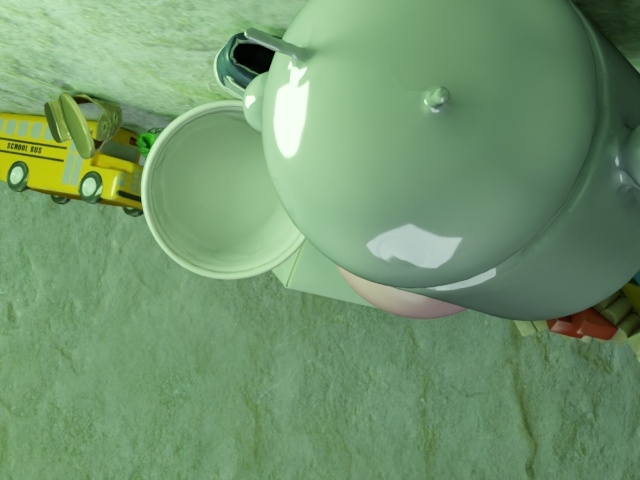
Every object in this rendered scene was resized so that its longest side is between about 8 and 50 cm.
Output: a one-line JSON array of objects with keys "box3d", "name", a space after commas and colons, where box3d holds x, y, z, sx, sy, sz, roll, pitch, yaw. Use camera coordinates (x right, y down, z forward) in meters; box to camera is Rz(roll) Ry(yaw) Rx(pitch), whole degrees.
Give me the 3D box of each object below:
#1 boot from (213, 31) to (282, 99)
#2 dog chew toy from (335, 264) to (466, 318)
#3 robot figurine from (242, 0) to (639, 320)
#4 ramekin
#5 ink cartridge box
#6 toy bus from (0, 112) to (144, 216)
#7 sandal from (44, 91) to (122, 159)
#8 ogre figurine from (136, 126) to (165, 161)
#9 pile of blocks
[{"box3d": [0.001, -0.127, 0.981, 0.190, 0.069, 0.086, 15, 179, -10], "name": "boot"}, {"box3d": [0.090, -0.031, 1.252, 0.206, 0.206, 0.332, 13, -176, -13], "name": "dog chew toy"}, {"box3d": [0.097, -0.059, 0.707, 0.300, 0.200, 0.353, 8, 175, 32], "name": "robot figurine"}, {"box3d": [-0.109, -0.064, 1.342, 0.207, 0.207, 0.109, 13, -174, -13], "name": "ramekin"}, {"box3d": [0.000, 0.000, 1.936, 0.197, 0.114, 0.273, 14, -166, -26], "name": "ink cartridge box"}, {"box3d": [-0.396, -0.124, 1.821, 0.333, 0.130, 0.108, 9, 174, 37], "name": "toy bus"}, {"box3d": [-0.309, -0.167, 1.536, 0.079, 0.088, 0.240, -20, -164, -21], "name": "sandal"}, {"box3d": [-0.149, -0.092, 1.574, 0.118, 0.197, 0.097, -21, -162, 31], "name": "ogre figurine"}, {"box3d": [0.265, 0.045, 1.265, 0.362, 0.149, 0.112, 11, -155, 35], "name": "pile of blocks"}]
